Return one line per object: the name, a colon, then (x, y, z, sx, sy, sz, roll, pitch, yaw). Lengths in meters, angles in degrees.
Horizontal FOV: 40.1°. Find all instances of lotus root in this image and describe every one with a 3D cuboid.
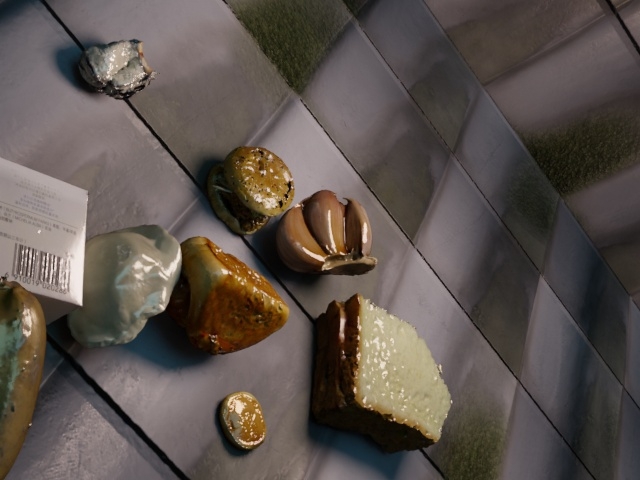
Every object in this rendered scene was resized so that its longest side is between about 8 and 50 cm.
lotus root: (-0.452, 0.211, 1.108, 0.169, 0.151, 0.342, 17, 77, -27)

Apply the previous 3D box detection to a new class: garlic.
garlic: (0.000, 0.000, 1.834, 0.214, 0.160, 0.191, -8, 64, -17)

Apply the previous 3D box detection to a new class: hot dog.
hot dog: (-0.180, 0.109, 1.526, 0.150, 0.153, 0.257, 51, 7, 37)

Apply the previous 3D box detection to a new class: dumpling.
dumpling: (-0.314, 0.066, 1.393, 0.132, 0.162, 0.250, 83, 15, -49)

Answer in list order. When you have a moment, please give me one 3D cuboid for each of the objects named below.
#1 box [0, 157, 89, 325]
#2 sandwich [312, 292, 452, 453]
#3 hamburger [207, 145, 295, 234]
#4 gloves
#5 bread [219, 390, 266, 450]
box: (-0.482, -0.011, 1.256, 0.274, 0.116, 0.203, 22, 52, -43)
sandwich: (0.132, 0.292, 1.828, 0.325, 0.131, 0.262, 31, 44, -33)
hamburger: (-0.140, -0.106, 1.759, 0.185, 0.113, 0.177, 6, 64, -51)
gloves: (-0.379, -0.315, 1.632, 0.153, 0.070, 0.114, -36, 103, -54)
bread: (-0.135, 0.319, 1.558, 0.110, 0.024, 0.110, 31, 46, -38)
